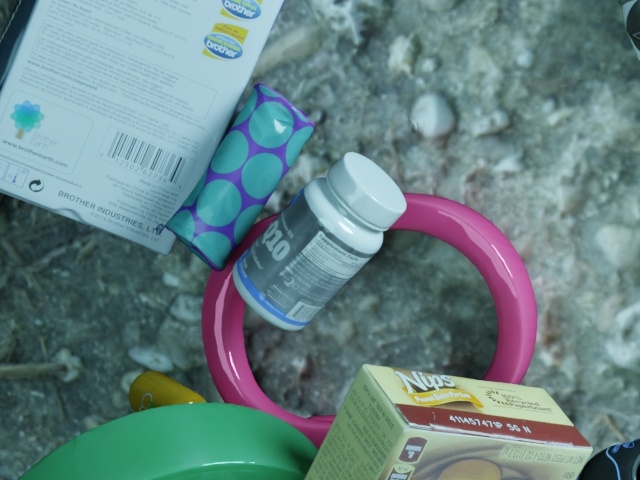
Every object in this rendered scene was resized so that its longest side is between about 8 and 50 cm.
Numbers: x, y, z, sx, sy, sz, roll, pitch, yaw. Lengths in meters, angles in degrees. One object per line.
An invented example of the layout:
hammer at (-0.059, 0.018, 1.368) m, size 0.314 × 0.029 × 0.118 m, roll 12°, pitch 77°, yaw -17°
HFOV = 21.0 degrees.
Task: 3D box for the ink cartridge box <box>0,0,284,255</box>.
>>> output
ink cartridge box at (-0.152, -0.158, 1.435) m, size 0.186 × 0.065 × 0.311 m, roll 22°, pitch 112°, yaw -11°

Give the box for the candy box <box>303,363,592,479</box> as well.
candy box at (0.058, 0.255, 1.355) m, size 0.087 × 0.183 × 0.316 m, roll 53°, pitch 124°, yaw 50°

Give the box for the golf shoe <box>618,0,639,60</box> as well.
golf shoe at (0.314, -0.166, 1.249) m, size 0.198 × 0.077 × 0.094 m, roll 5°, pitch 111°, yaw 32°

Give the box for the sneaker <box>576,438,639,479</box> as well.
sneaker at (0.278, 0.260, 1.318) m, size 0.090 × 0.081 × 0.232 m, roll -40°, pitch 78°, yaw 33°

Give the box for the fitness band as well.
fitness band at (0.037, 0.069, 1.428) m, size 0.291 × 0.054 × 0.209 m, roll -8°, pitch 92°, yaw 26°

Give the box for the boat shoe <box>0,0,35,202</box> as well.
boat shoe at (-0.297, -0.125, 1.539) m, size 0.079 × 0.095 × 0.254 m, roll 30°, pitch 119°, yaw 8°

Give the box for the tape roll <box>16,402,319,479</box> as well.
tape roll at (-0.124, 0.277, 1.393) m, size 0.321 × 0.321 × 0.077 m, roll -58°, pitch 37°, yaw 21°

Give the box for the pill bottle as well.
pill bottle at (0.000, 0.000, 1.366) m, size 0.078 × 0.078 × 0.137 m, roll 48°, pitch 112°, yaw 12°

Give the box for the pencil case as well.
pencil case at (-0.067, -0.053, 1.425) m, size 0.064 × 0.070 × 0.151 m, roll 34°, pitch 88°, yaw -23°

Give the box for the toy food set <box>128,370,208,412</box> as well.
toy food set at (-0.096, 0.228, 1.462) m, size 0.104 × 0.111 × 0.232 m, roll 23°, pitch 115°, yaw 48°
